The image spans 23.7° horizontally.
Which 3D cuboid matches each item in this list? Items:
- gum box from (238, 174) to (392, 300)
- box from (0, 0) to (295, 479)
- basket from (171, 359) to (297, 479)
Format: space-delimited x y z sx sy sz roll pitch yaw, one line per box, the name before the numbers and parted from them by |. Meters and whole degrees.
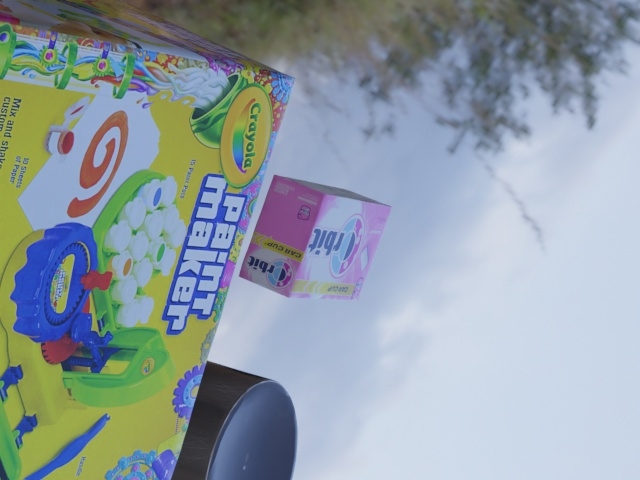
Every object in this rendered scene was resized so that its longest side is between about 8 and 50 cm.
gum box | 0.000 0.000 1.545 0.188 0.062 0.107 7 104 -66
box | -0.204 0.006 0.814 0.177 0.279 0.290 29 -74 42
basket | -0.144 0.140 1.094 0.204 0.227 0.154 42 62 -60
